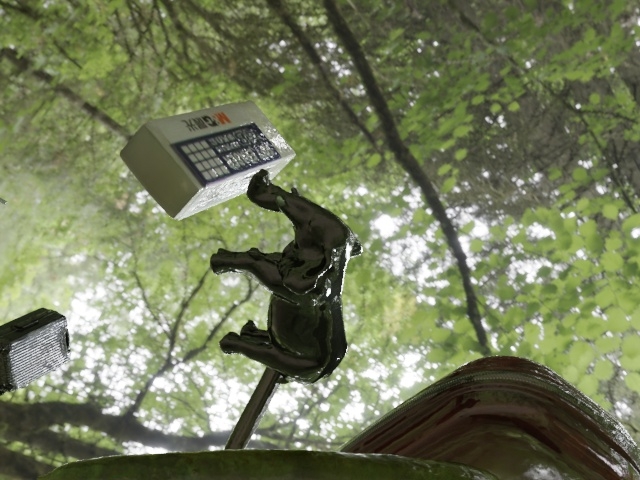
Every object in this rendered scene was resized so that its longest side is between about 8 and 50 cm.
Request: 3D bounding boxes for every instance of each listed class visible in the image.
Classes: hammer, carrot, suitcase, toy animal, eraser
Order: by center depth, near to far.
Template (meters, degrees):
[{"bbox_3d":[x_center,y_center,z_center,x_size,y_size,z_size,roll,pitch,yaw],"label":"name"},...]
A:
[{"bbox_3d":[-0.027,0.194,0.550,0.074,0.359,0.074,-172,-90,-79],"label":"carrot"},{"bbox_3d":[-0.031,0.045,0.779,0.146,0.245,0.114,11,-144,26],"label":"toy animal"},{"bbox_3d":[-0.113,0.269,0.963,0.125,0.027,0.297,6,-123,41],"label":"hammer"},{"bbox_3d":[-0.404,0.148,0.993,0.059,0.126,0.086,13,-67,27],"label":"suitcase"},{"bbox_3d":[-0.155,-0.128,1.077,0.124,0.279,0.081,50,-59,4],"label":"eraser"}]

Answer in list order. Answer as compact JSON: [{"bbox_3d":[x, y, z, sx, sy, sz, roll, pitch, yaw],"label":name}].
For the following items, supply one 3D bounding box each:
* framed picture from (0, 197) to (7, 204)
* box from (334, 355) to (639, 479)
[{"bbox_3d":[-0.435,-0.087,0.756,0.183,0.142,0.011,23,-96,29],"label":"framed picture"},{"bbox_3d":[0.164,0.288,0.845,0.404,0.263,0.108,-44,-167,36],"label":"box"}]
